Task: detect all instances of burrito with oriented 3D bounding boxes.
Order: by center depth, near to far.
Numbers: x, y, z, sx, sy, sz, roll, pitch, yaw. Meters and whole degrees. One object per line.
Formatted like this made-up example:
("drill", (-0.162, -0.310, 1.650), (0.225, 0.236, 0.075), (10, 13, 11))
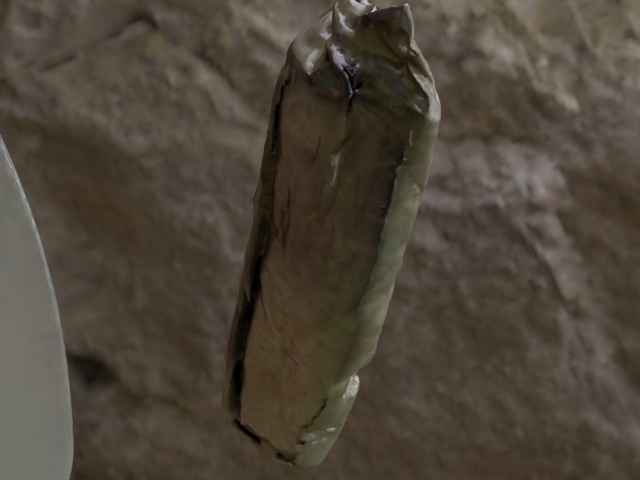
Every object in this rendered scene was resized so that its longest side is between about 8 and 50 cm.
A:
("burrito", (0.001, -0.001, 0.555), (0.058, 0.045, 0.188), (27, -48, 15))

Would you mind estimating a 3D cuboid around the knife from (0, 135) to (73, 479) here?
("knife", (-0.094, 0.074, 0.414), (0.043, 0.081, 0.336), (40, -44, 39))
